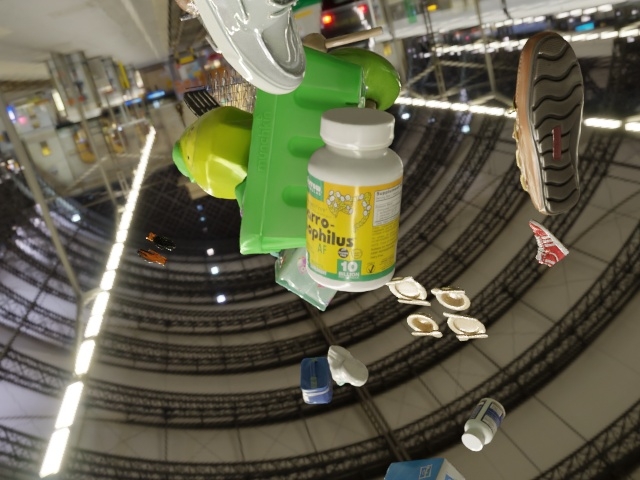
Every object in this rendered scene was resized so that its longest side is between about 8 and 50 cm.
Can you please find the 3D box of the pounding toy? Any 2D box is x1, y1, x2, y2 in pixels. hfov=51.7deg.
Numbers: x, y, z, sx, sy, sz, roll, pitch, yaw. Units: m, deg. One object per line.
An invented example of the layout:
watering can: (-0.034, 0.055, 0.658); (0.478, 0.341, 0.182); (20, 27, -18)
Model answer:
pounding toy: (0.061, -0.311, 1.353); (0.182, 0.237, 0.110); (4, -119, 22)

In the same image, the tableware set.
tableware set: (0.192, 0.115, 1.088); (0.141, 0.169, 0.020); (0, -134, 35)

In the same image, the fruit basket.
fruit basket: (-0.114, -0.160, 1.177); (0.391, 0.392, 0.283); (-14, 178, 6)

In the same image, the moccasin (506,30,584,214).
moccasin: (0.454, -0.238, 1.342); (0.139, 0.380, 0.147); (-25, -145, -3)

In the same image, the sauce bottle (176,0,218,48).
sauce bottle: (-0.293, -0.583, 1.433); (0.111, 0.344, 0.111); (-34, -169, 7)

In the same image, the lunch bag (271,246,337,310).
lunch bag: (0.000, 0.000, 1.516); (0.223, 0.160, 0.262); (-55, -166, 11)

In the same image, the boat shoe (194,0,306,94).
boat shoe: (-0.063, -0.227, 0.586); (0.081, 0.227, 0.079); (1, -130, 38)

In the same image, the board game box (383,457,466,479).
board game box: (0.132, 0.433, 0.637); (0.086, 0.308, 0.302); (-30, -163, 48)

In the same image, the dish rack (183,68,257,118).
dish rack: (-0.193, -0.361, 1.620); (0.271, 0.074, 0.208); (-18, -135, -28)

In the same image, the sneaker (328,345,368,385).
sneaker: (0.076, 0.398, 1.977); (0.080, 0.094, 0.212); (13, -169, -22)

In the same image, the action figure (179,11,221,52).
action figure: (-0.225, -0.698, 1.706); (0.178, 0.330, 0.341); (22, 169, 10)

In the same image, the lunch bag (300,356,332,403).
lunch bag: (-0.009, 0.303, 1.461); (0.067, 0.065, 0.098); (-7, -137, 4)

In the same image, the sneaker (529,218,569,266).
sneaker: (0.510, 0.009, 1.523); (0.067, 0.118, 0.042); (-46, -174, 10)

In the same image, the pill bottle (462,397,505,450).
pill bottle: (0.376, 0.428, 1.532); (0.067, 0.067, 0.120); (-1, -152, 41)

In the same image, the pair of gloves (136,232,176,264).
pair of gloves: (-0.382, 0.021, 1.541); (0.074, 0.010, 0.083); (21, -133, 2)

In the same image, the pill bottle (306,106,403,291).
pill bottle: (0.041, -0.053, 0.819); (0.117, 0.209, 0.118); (2, -155, -1)
